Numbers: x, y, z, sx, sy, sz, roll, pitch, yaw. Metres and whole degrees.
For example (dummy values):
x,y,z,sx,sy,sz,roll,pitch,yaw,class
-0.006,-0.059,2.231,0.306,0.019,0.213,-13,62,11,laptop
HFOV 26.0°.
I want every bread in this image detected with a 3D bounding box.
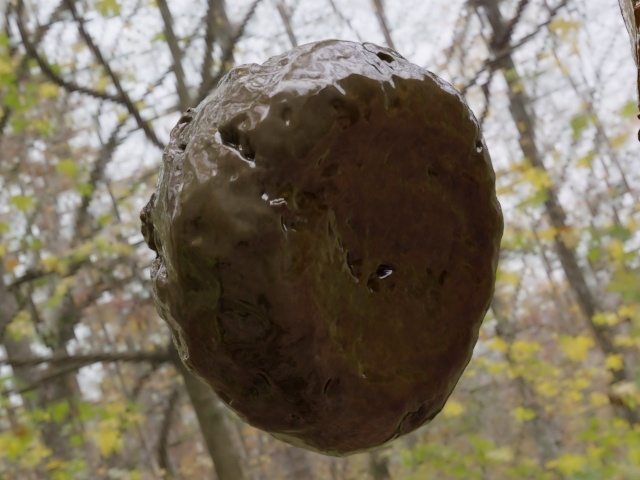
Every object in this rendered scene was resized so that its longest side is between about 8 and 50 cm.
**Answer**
x,y,z,sx,sy,sz,roll,pitch,yaw,class
0.000,0.000,0.763,0.230,0.230,0.123,-8,9,-43,bread

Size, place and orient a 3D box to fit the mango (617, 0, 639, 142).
x,y,z,sx,sy,sz,roll,pitch,yaw,class
0.207,-0.179,0.580,0.199,0.350,0.201,-11,24,-43,mango
